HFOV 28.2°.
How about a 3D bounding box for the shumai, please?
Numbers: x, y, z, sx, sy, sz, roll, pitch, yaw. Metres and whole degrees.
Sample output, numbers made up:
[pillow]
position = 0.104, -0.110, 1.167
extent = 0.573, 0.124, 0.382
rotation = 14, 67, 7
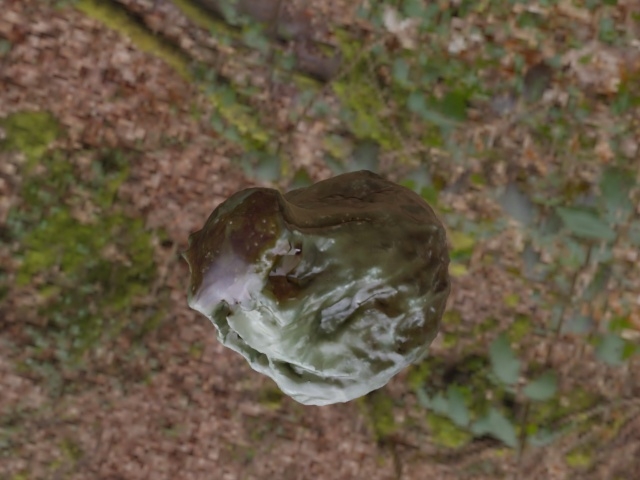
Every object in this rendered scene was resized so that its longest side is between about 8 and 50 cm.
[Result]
[shumai]
position = 0.000, 0.000, 1.216
extent = 0.225, 0.261, 0.222
rotation = -8, 129, 25
